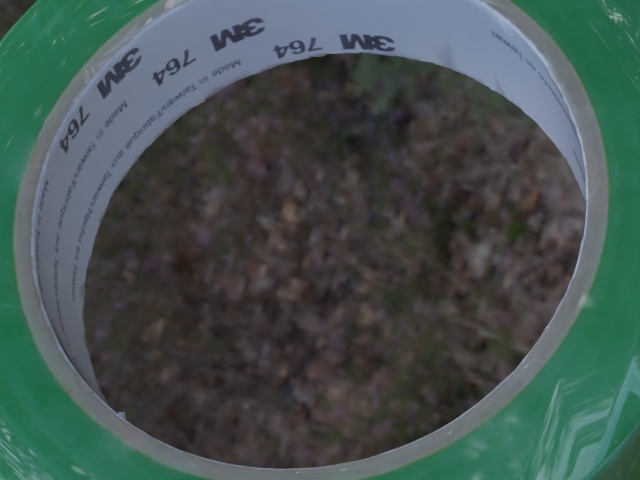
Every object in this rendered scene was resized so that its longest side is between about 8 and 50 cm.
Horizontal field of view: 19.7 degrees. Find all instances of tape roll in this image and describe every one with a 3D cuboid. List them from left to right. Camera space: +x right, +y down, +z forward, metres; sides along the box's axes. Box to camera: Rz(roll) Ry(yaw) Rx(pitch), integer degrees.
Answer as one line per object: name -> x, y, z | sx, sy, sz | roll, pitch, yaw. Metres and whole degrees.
tape roll -> 0.000, 0.000, 0.758 | 0.077, 0.321, 0.321 | 69, -160, -62
